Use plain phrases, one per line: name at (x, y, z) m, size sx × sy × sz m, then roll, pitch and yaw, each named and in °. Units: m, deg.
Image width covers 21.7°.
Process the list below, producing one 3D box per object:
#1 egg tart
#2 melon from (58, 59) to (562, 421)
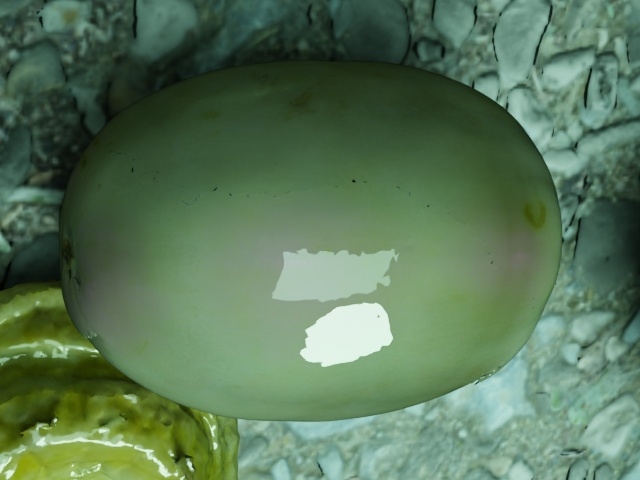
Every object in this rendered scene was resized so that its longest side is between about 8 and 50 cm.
egg tart at (-0.176, 0.169, 1.091) m, size 0.290 × 0.115 × 0.290 m, roll -8°, pitch 114°, yaw -18°
melon at (0.000, 0.000, 1.025) m, size 0.317 × 0.223 × 0.223 m, roll -3°, pitch 113°, yaw -20°
